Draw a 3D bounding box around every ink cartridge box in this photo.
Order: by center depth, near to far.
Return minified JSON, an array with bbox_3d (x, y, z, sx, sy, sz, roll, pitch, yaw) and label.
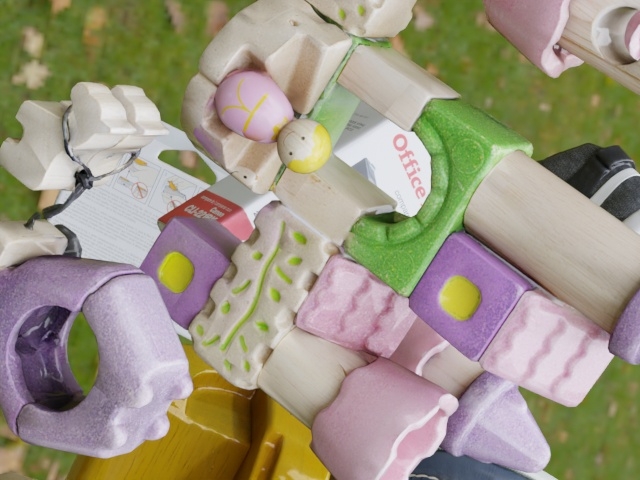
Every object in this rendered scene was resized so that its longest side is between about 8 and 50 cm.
[{"bbox_3d":[0.000,0.000,1.656,0.273,0.114,0.197,-33,113,-17],"label":"ink cartridge box"},{"bbox_3d":[-0.198,-0.024,2.013,0.239,0.275,0.060,-64,176,10],"label":"ink cartridge box"}]

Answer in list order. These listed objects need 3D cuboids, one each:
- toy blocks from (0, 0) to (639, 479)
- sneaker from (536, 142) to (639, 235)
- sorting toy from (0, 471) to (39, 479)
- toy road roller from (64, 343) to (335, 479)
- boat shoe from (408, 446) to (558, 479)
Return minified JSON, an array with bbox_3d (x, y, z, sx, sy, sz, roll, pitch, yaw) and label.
[{"bbox_3d":[0.063,-0.003,0.678,0.289,0.260,0.309,-58,157,18],"label":"toy blocks"},{"bbox_3d":[0.194,0.004,1.344,0.217,0.121,0.079,-43,148,27],"label":"sneaker"},{"bbox_3d":[-0.419,0.382,1.944,0.255,0.257,0.089,-15,102,-40],"label":"sorting toy"},{"bbox_3d":[-0.048,0.156,1.106,0.202,0.240,0.329,-60,-169,15],"label":"toy road roller"},{"bbox_3d":[0.131,0.209,0.869,0.095,0.254,0.079,-42,-172,42],"label":"boat shoe"}]
